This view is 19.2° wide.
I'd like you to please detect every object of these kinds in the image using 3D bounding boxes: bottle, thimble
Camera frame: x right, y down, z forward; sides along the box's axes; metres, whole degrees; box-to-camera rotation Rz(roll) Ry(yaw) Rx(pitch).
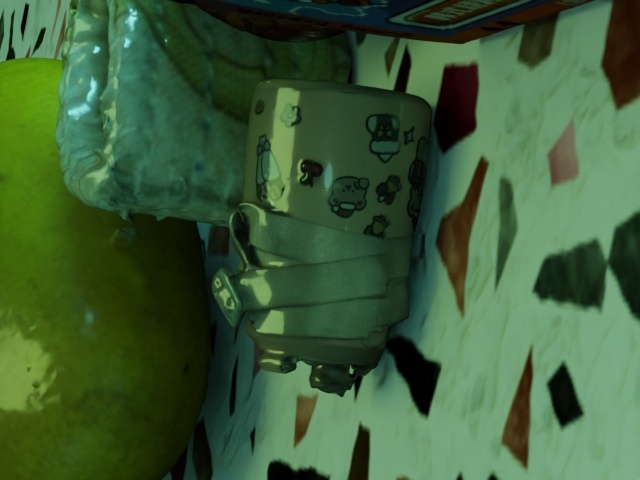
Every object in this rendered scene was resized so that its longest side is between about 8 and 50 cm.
[{"bbox_3d":[0.001,0.000,0.929,0.099,0.099,0.152,-174,92,-71],"label":"bottle"},{"bbox_3d":[-0.069,-0.081,1.086,0.190,0.143,0.137,-100,28,-45],"label":"thimble"}]

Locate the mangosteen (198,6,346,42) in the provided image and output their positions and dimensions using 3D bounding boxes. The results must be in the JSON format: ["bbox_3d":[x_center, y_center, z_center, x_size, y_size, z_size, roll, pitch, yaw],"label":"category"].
[{"bbox_3d":[-0.007,-0.190,1.006,0.146,0.155,0.181,84,-152,-46],"label":"mangosteen"}]

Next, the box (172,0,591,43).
[{"bbox_3d":[-0.001,-0.240,0.711,0.348,0.318,0.257,170,109,-69],"label":"box"}]

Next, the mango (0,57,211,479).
[{"bbox_3d":[-0.189,0.038,1.277,0.445,0.220,0.301,35,102,58],"label":"mango"}]
